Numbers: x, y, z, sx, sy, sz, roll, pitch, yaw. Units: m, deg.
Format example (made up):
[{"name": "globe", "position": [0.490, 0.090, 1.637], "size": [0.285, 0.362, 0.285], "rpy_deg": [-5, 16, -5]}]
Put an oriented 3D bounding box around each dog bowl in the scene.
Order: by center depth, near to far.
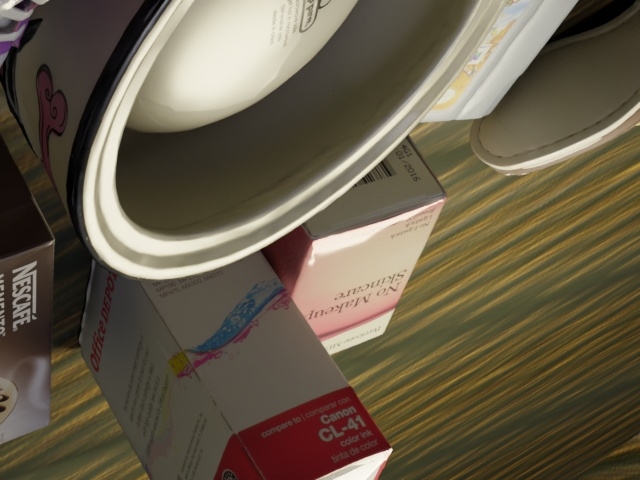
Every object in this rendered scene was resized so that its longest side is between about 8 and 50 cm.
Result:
[{"name": "dog bowl", "position": [-0.041, -0.169, 1.126], "size": [0.408, 0.150, 0.408], "rpy_deg": [-37, 157, -19]}]

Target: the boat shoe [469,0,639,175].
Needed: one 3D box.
[{"name": "boat shoe", "position": [0.291, -0.160, 1.625], "size": [0.324, 0.116, 0.096], "rpy_deg": [-37, 151, -1]}]

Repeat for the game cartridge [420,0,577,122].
[{"name": "game cartridge", "position": [0.089, -0.180, 1.439], "size": [0.297, 0.062, 0.198], "rpy_deg": [-8, 150, -40]}]

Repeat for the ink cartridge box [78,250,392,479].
[{"name": "ink cartridge box", "position": [-0.088, 0.142, 1.521], "size": [0.131, 0.306, 0.226], "rpy_deg": [-19, 152, -26]}]

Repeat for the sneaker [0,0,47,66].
[{"name": "sneaker", "position": [-0.158, -0.146, 0.857], "size": [0.102, 0.161, 0.282], "rpy_deg": [-14, 142, -36]}]

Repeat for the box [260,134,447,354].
[{"name": "box", "position": [0.000, 0.000, 1.572], "size": [0.149, 0.126, 0.232], "rpy_deg": [-19, 151, -26]}]

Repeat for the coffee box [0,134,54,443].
[{"name": "coffee box", "position": [-0.312, 0.062, 1.350], "size": [0.168, 0.119, 0.297], "rpy_deg": [-19, 152, -22]}]
